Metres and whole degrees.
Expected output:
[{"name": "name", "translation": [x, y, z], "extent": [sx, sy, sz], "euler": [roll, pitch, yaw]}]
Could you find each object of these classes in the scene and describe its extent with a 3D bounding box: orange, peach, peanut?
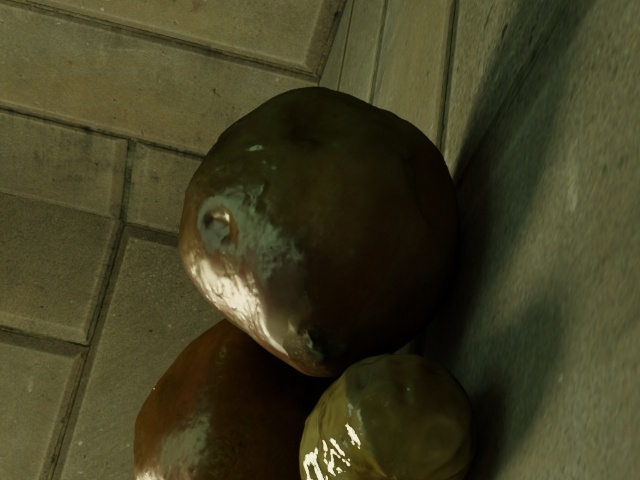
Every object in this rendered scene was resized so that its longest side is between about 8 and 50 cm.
[{"name": "orange", "translation": [-0.063, 0.174, 0.932], "extent": [0.249, 0.183, 0.248], "euler": [-3, -90, -88]}, {"name": "peach", "translation": [0.000, 0.000, 0.832], "extent": [0.235, 0.214, 0.214], "euler": [-97, 21, -60]}, {"name": "peanut", "translation": [0.038, 0.132, 0.712], "extent": [0.103, 0.098, 0.229], "euler": [-50, -5, -17]}]
